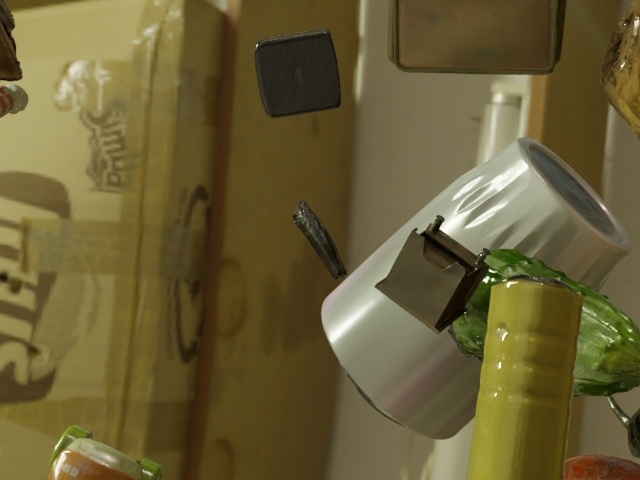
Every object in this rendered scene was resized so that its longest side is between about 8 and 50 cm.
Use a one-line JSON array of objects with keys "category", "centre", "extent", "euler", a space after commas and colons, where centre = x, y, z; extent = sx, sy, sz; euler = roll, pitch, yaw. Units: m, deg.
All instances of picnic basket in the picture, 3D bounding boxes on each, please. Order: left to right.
[{"category": "picnic basket", "centre": [0.235, -0.344, 1.702], "extent": [0.139, 0.267, 0.165], "euler": [-70, -21, -61]}]

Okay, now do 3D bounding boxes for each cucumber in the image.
[{"category": "cucumber", "centre": [0.001, -0.001, 1.706], "extent": [0.033, 0.135, 0.034], "euler": [-14, -30, -50]}, {"category": "cucumber", "centre": [0.258, 0.097, 1.178], "extent": [0.134, 0.244, 0.134], "euler": [-15, -66, -37]}]

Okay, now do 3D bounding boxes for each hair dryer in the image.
[{"category": "hair dryer", "centre": [0.067, 0.152, 0.480], "extent": [0.135, 0.090, 0.278], "euler": [9, -93, -35]}]

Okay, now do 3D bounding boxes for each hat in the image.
[{"category": "hat", "centre": [-0.526, -0.218, 1.783], "extent": [0.162, 0.112, 0.093], "euler": [-43, -30, -52]}]

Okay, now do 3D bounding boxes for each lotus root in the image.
[{"category": "lotus root", "centre": [0.525, -0.234, 1.618], "extent": [0.316, 0.250, 0.316], "euler": [-61, 6, 12]}]

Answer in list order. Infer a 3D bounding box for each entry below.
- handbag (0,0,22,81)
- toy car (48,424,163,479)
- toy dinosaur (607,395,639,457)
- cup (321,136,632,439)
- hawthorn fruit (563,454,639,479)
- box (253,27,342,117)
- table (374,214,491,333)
[{"category": "handbag", "centre": [-0.503, -0.246, 1.354], "extent": [0.275, 0.260, 0.084], "euler": [147, 116, -80]}, {"category": "toy car", "centre": [-0.333, 0.398, 1.564], "extent": [0.235, 0.145, 0.235], "euler": [24, -90, -86]}, {"category": "toy dinosaur", "centre": [0.452, 0.210, 1.527], "extent": [0.179, 0.087, 0.187], "euler": [-76, -10, -58]}, {"category": "cup", "centre": [0.200, 0.061, 1.471], "extent": [0.371, 0.253, 0.253], "euler": [-46, -15, 21]}, {"category": "hawthorn fruit", "centre": [0.302, 0.292, 1.201], "extent": [0.203, 0.163, 0.162], "euler": [-25, -61, -54]}, {"category": "box", "centre": [-0.035, -0.253, 1.710], "extent": [0.027, 0.125, 0.126], "euler": [-93, -6, -65]}, {"category": "table", "centre": [0.120, 0.031, 1.154], "extent": [0.070, 0.083, 0.082], "euler": [-29, -29, -53]}]
